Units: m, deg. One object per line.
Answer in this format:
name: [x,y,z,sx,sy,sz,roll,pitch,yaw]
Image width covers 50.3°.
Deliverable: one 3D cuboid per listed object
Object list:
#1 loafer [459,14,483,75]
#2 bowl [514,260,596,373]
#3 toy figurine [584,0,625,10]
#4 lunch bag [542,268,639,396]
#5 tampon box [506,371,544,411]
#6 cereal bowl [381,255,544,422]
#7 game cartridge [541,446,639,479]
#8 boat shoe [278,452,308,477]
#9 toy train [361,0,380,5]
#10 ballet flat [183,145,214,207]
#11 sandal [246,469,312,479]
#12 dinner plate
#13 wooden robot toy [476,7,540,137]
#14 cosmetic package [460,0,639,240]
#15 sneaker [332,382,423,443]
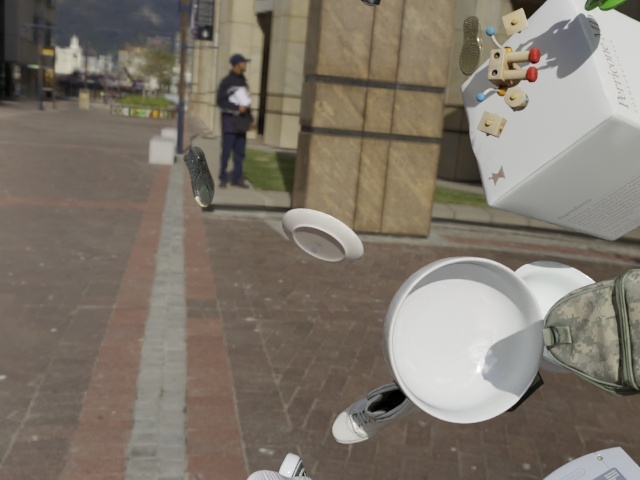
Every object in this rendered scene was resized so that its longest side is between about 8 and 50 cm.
loafer: [0.382,-0.485,1.707,0.056,0.148,0.050,8,5,25]
bowl: [0.561,0.207,1.658,0.298,0.134,0.298,7,52,-9]
toy figurine: [0.433,-0.465,1.095,0.159,0.130,0.173,36,-8,-12]
lunch bag: [0.569,0.145,1.181,0.305,0.212,0.256,-6,1,-37]
tampon box: [0.521,0.401,1.915,0.161,0.101,0.120,-27,1,-34]
cereal bowl: [0.279,0.194,1.409,0.339,0.339,0.141,2,3,-14]
game cartridge: [0.613,0.601,1.548,0.297,0.062,0.198,-24,40,-12]
boat shoe: [-0.035,0.568,1.407,0.105,0.306,0.113,10,27,17]
toy train: [0.131,-0.754,1.667,0.190,0.334,0.142,30,26,33]
ballet flat: [-0.286,-0.146,1.605,0.057,0.173,0.049,17,-43,-42]
sandal: [-0.067,0.427,1.074,0.076,0.102,0.265,-29,-27,9]
dinner plate: [0.000,0.000,1.081,0.141,0.017,0.141,21,-28,12]
wooden robot toy: [0.269,-0.226,0.950,0.076,0.173,0.079,9,1,29]
cosmetic package: [0.564,-0.240,1.418,0.394,0.329,0.327,11,-33,-28]
sneaker: [0.126,0.441,1.763,0.292,0.108,0.169,-31,-28,18]
